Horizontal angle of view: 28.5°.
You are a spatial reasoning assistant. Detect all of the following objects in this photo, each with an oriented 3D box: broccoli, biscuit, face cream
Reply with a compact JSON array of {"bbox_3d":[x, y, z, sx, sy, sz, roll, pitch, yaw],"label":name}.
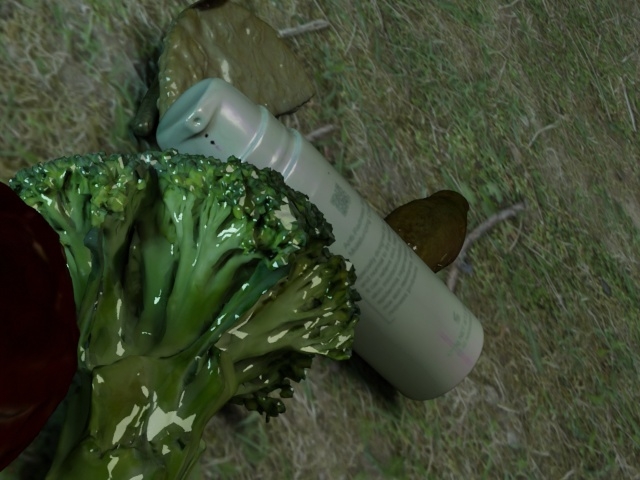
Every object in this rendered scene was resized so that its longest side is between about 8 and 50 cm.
[{"bbox_3d":[-0.122,0.093,0.780,0.361,0.221,0.252,-58,146,-53],"label":"broccoli"},{"bbox_3d":[-0.083,-0.148,1.112,0.133,0.032,0.250,66,31,-12],"label":"biscuit"},{"bbox_3d":[0.000,0.000,1.037,0.345,0.102,0.102,45,35,-28],"label":"face cream"}]

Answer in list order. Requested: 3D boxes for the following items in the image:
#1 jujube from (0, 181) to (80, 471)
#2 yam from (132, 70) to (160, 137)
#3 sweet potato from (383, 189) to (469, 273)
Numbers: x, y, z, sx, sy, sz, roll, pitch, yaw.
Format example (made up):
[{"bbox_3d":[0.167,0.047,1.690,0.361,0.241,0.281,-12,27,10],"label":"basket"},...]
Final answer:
[{"bbox_3d":[-0.260,0.058,0.578,0.318,0.223,0.223,-16,76,-51],"label":"jujube"},{"bbox_3d":[-0.136,-0.125,1.067,0.021,0.021,0.116,42,36,-22],"label":"yam"},{"bbox_3d":[0.106,-0.012,1.234,0.077,0.077,0.243,56,35,-3],"label":"sweet potato"}]
